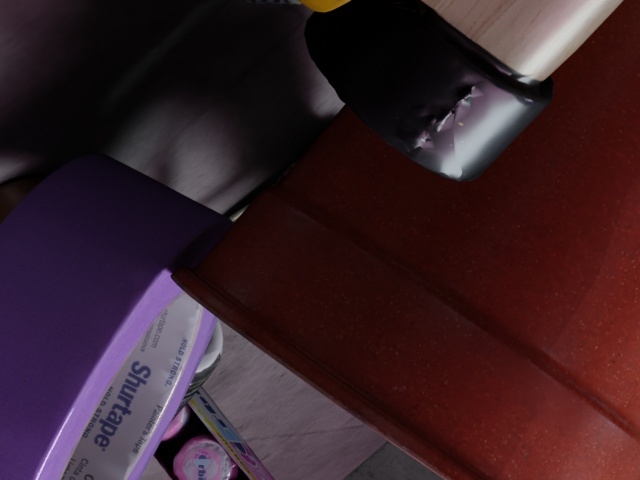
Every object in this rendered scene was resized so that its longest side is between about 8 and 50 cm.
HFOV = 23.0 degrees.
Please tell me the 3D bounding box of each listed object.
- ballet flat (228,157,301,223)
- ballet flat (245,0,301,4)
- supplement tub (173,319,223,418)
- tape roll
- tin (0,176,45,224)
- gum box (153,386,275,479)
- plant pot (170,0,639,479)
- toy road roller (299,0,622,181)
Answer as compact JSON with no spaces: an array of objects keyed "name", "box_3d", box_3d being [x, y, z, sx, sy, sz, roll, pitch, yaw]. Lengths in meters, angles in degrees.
[{"name":"ballet flat","box_3d":[0.000,0.000,1.173,0.182,0.164,0.483,-20,177,0]},{"name":"ballet flat","box_3d":[0.008,-0.164,0.934,0.114,0.041,0.041,-33,165,-22]},{"name":"supplement tub","box_3d":[-0.165,0.110,1.179,0.117,0.117,0.190,-21,158,-51]},{"name":"tape roll","box_3d":[-0.152,0.090,0.914,0.274,0.090,0.275,-61,171,-16]},{"name":"tin","box_3d":[-0.224,0.033,0.959,0.190,0.040,0.106,-41,162,4]},{"name":"gum box","box_3d":[-0.105,0.214,1.504,0.062,0.188,0.107,-41,167,3]},{"name":"plant pot","box_3d":[0.107,-0.013,0.819,0.265,0.272,0.272,-56,166,-2]},{"name":"toy road roller","box_3d":[0.032,-0.209,0.640,0.202,0.241,0.329,-47,-158,25]}]
